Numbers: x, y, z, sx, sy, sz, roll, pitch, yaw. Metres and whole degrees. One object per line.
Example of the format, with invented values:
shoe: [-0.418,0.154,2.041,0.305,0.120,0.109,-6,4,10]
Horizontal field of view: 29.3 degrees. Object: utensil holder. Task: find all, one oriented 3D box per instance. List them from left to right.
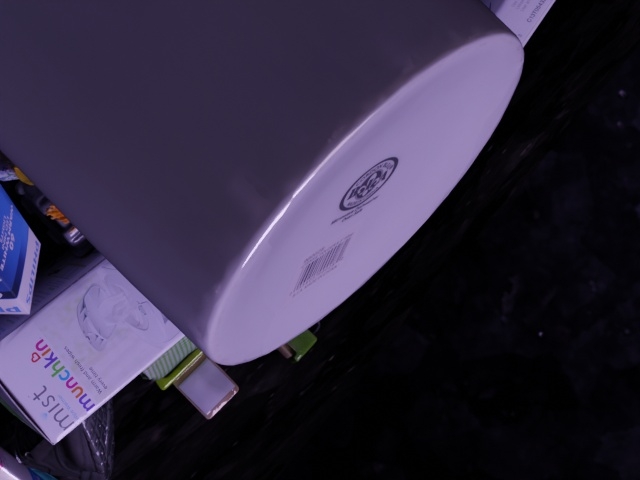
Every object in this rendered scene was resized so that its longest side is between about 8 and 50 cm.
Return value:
utensil holder: [-0.095,-0.151,0.881,0.327,0.385,0.327,-42,163,-16]

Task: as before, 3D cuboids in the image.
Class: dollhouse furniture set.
dollhouse furniture set: [-0.119,0.139,1.546,0.197,0.151,0.301,-44,179,-9]

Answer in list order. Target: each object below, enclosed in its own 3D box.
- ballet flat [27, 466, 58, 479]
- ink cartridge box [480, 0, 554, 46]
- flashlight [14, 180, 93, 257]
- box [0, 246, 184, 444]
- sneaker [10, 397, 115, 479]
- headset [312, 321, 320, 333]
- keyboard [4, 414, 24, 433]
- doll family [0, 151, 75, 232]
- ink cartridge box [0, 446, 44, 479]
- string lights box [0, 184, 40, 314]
ballet flat: [-0.470,0.407,1.832,0.139,0.139,0.400,-44,160,-7]
ink cartridge box: [0.304,-0.419,1.699,0.324,0.071,0.330,121,-10,-45]
flashlight: [-0.179,-0.118,1.296,0.304,0.103,0.103,-45,-167,-15]
box: [-0.264,0.087,1.334,0.231,0.126,0.262,-41,-166,-19]
sneaker: [-0.321,0.245,1.521,0.286,0.130,0.109,109,-15,-61]
headset: [0.000,0.000,2.039,0.394,0.185,0.243,-66,163,14]
keyboard: [-0.299,0.162,1.700,0.317,0.033,0.201,-39,-171,-25]
doll family: [-0.199,-0.082,1.129,0.263,0.163,0.118,-27,122,-52]
ink cartridge box: [-0.457,0.308,1.533,0.134,0.078,0.231,-44,121,-4]
string lights box: [-0.335,-0.018,1.020,0.259,0.133,0.076,81,10,-66]
